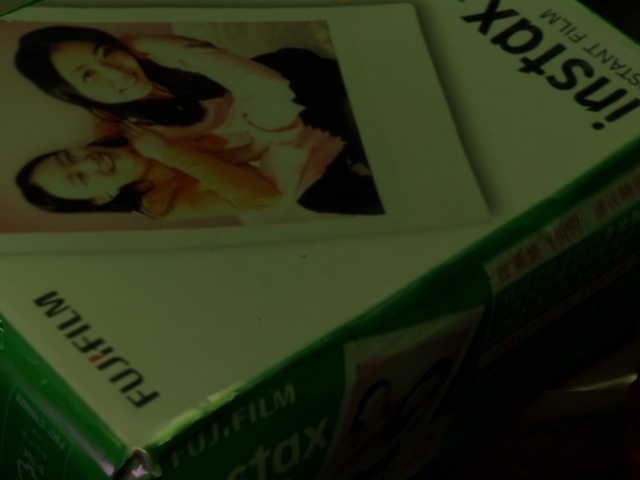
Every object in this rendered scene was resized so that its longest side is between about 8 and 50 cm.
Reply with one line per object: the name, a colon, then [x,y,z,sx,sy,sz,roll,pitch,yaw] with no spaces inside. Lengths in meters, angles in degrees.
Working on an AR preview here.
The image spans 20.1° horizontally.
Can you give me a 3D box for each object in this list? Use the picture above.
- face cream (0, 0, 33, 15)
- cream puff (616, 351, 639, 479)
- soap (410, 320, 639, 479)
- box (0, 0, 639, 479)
face cream: [-0.219,-0.068,0.652,0.218,0.179,0.218,24,37,-19]
cream puff: [0.209,0.092,0.486,0.229,0.350,0.350,8,39,-35]
soap: [0.000,0.000,0.704,0.220,0.127,0.325,-11,48,-15]
box: [-0.018,-0.009,0.554,0.250,0.103,0.180,-32,59,-30]
